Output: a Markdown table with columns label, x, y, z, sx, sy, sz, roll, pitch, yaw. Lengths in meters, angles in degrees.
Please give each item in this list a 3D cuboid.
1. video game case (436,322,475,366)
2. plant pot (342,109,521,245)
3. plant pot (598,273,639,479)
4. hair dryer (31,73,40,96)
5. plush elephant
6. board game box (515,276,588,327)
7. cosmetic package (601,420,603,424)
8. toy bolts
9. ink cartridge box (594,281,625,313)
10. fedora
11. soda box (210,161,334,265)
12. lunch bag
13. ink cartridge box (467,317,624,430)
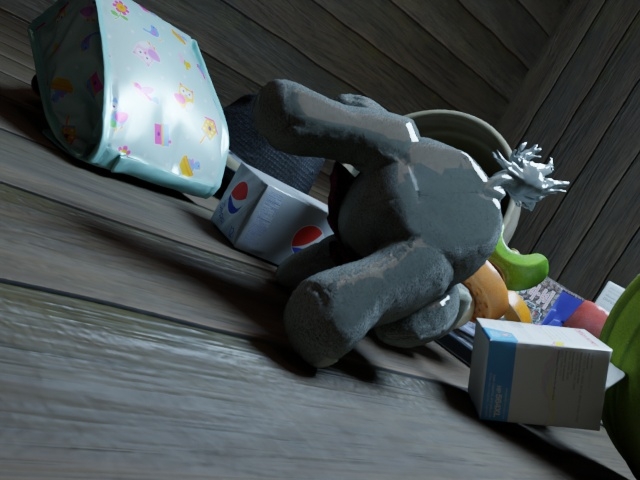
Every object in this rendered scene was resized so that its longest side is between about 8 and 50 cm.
| label | x | y | z | sx | sy | sz | roll | pitch | yaw |
| --- | --- | --- | --- | --- | --- | --- | --- | --- | --- |
| video game case | 0.231 | 0.149 | 1.088 | 0.196 | 0.026 | 0.274 | 36 | 9 | 37 |
| plant pot | 0.212 | -0.022 | 1.241 | 0.323 | 0.323 | 0.280 | 36 | -8 | 34 |
| plant pot | 0.452 | 0.198 | 0.597 | 0.366 | 0.366 | 0.353 | 31 | 20 | 6 |
| hair dryer | -0.326 | -0.207 | 1.103 | 0.293 | 0.080 | 0.223 | 20 | 13 | -48 |
| plush elephant | 0.063 | -0.004 | 0.749 | 0.330 | 0.255 | 0.271 | -9 | 71 | -24 |
| board game box | 0.461 | 0.120 | 1.657 | 0.291 | 0.141 | 0.232 | 37 | 10 | 38 |
| cosmetic package | 0.483 | 0.259 | 1.099 | 0.231 | 0.085 | 0.117 | 29 | 9 | 3 |
| toy bolts | 0.241 | 0.129 | 0.894 | 0.228 | 0.158 | 0.218 | 42 | -27 | 27 |
| ink cartridge box | 0.561 | 0.203 | 1.289 | 0.086 | 0.203 | 0.148 | 18 | 14 | -47 |
| fedora | -0.101 | -0.162 | 1.237 | 0.334 | 0.152 | 0.334 | 38 | 3 | -2 |
| soda box | 0.000 | 0.000 | 0.942 | 0.286 | 0.091 | 0.098 | 25 | 9 | -34 |
| lunch bag | -0.251 | -0.183 | 0.927 | 0.223 | 0.160 | 0.262 | 19 | 47 | -56 |
| ink cartridge box | 0.241 | 0.144 | 0.745 | 0.143 | 0.090 | 0.092 | 6 | 8 | 3 |
